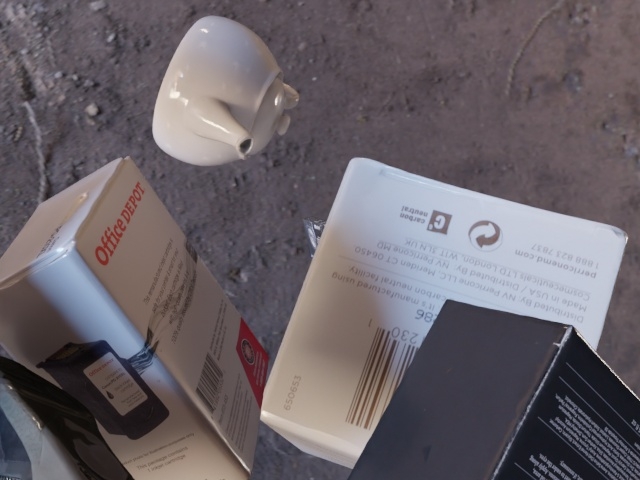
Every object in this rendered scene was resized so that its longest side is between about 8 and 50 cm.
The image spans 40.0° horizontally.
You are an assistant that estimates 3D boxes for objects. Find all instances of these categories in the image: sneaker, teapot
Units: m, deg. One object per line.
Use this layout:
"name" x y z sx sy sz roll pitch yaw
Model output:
"sneaker" -0.185 0.162 0.533 0.130 0.227 0.087 -52 136 -1
"teapot" -0.134 -0.218 1.388 0.187 0.252 0.256 22 69 1

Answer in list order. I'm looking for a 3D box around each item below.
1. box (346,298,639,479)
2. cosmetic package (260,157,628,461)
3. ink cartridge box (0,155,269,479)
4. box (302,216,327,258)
"box" 0.141 0.184 0.555 0.261 0.103 0.184 42 70 -34
"cosmetic package" 0.150 0.148 1.116 0.393 0.330 0.327 74 34 -71
"ink cartridge box" -0.148 0.075 0.719 0.237 0.100 0.172 58 16 -23
"box" 0.000 0.000 1.378 0.018 0.083 0.067 -16 104 -18
